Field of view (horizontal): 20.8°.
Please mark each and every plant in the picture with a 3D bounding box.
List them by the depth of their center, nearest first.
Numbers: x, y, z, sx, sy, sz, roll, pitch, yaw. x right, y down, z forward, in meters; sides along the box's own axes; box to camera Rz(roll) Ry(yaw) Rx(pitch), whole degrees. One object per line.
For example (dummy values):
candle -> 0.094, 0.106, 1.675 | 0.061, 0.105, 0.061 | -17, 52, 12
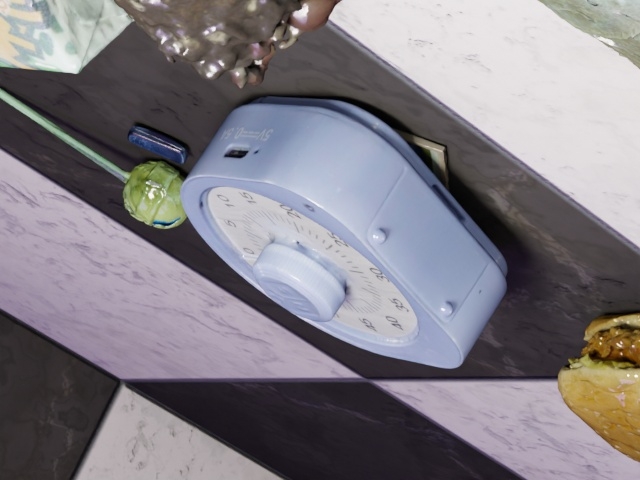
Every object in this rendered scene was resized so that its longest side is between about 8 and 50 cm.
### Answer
plant -> -0.092, -0.248, 1.555 | 0.234, 0.204, 0.178 | 29, -155, -55

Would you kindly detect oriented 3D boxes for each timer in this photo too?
timer -> 0.000, 0.000, 2.069 | 0.395, 0.173, 0.395 | 28, 160, 11

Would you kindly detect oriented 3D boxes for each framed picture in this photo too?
framed picture -> 0.097, -0.091, 2.005 | 0.109, 0.011, 0.149 | 20, 161, 15

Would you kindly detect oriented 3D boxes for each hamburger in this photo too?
hamburger -> 0.433, 0.199, 2.168 | 0.259, 0.144, 0.283 | 7, 149, 50

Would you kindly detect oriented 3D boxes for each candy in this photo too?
candy -> -0.321, -0.126, 2.374 | 0.335, 0.092, 0.093 | 33, -162, 0

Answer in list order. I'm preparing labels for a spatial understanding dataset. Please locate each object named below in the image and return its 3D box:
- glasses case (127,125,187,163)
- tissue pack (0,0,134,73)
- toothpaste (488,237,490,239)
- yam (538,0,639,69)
glasses case -> -0.211, -0.129, 2.279 | 0.083, 0.023, 0.033 | 22, 153, 3
tissue pack -> -0.344, -0.284, 1.648 | 0.311, 0.128, 0.228 | 10, 138, 42
toothpaste -> 0.136, 0.005, 2.188 | 0.056, 0.036, 0.205 | 34, 164, -34
yam -> 0.260, -0.211, 1.198 | 0.271, 0.202, 0.201 | 29, -177, -17
